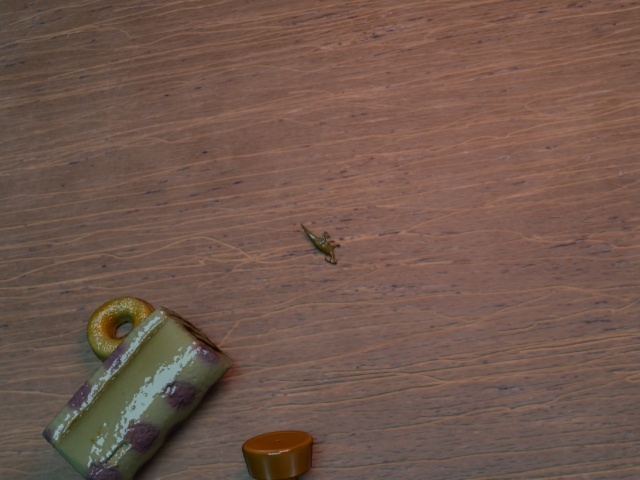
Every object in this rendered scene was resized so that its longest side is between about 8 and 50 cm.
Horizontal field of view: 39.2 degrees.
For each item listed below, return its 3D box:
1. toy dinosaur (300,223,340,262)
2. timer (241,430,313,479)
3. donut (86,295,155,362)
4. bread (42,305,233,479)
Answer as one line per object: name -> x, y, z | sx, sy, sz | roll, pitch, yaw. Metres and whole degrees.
toy dinosaur -> 0.003, -0.002, 1.827 | 0.041, 0.026, 0.113 | -41, 77, 12
timer -> -0.071, 0.441, 1.655 | 0.132, 0.132, 0.152 | -6, 94, 8
donut -> -0.404, 0.181, 1.823 | 0.152, 0.058, 0.151 | -3, 69, 7
bread -> -0.343, 0.302, 1.717 | 0.187, 0.155, 0.338 | 37, 83, 27
